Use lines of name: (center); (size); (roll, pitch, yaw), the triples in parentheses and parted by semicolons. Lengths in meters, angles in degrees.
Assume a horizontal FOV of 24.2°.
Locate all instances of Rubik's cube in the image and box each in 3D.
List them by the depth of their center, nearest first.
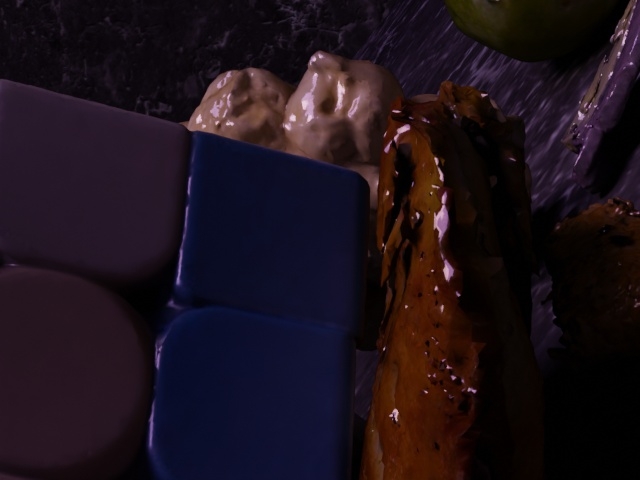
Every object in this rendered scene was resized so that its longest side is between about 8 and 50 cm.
Rubik's cube: (-0.191, 0.139, 0.869); (0.346, 0.346, 0.344); (126, 152, -55)

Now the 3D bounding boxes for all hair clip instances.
hair clip: (0.218, -0.129, 1.021); (0.187, 0.056, 0.146); (-56, 1, 12)

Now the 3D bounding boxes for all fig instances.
fig: (0.178, -0.220, 1.289); (0.233, 0.167, 0.167); (96, -160, -55)

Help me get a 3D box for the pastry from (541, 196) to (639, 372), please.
pastry: (0.152, 0.022, 0.761); (0.080, 0.056, 0.140); (-20, 19, 16)

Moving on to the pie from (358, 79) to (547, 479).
pie: (0.065, 0.060, 0.733); (0.308, 0.085, 0.308); (3, -90, -85)

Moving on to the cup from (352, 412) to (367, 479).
cup: (0.006, 0.169, 1.032); (0.074, 0.102, 0.099); (29, 80, 43)

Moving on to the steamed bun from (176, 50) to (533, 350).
steamed bun: (0.000, 0.000, 1.065); (0.292, 0.295, 0.137); (120, 158, -57)
